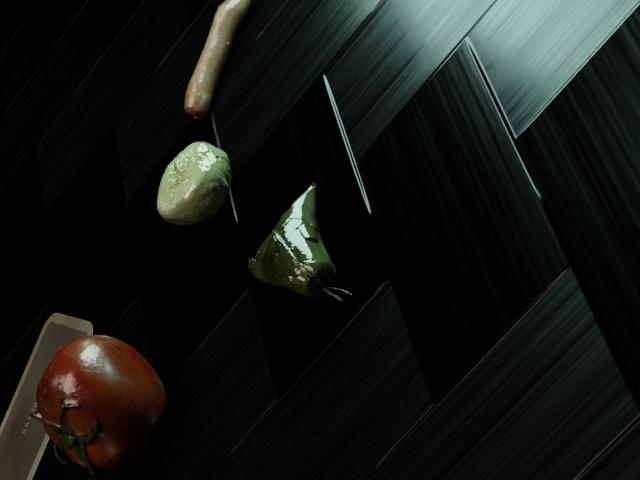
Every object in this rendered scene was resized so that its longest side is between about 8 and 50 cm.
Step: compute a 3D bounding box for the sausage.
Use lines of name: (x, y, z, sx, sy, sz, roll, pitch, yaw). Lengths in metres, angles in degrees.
sausage: (-0.143, -0.254, 2.340, 0.043, 0.043, 0.186, 3, 69, 58)

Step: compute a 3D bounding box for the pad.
pad: (-0.397, 0.229, 2.396, 0.176, 0.002, 0.266, 8, 74, 60)

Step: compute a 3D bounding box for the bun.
bun: (-0.155, -0.066, 2.180, 0.115, 0.069, 0.115, -40, 36, 37)

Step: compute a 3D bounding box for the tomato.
tomato: (-0.261, 0.195, 2.068, 0.167, 0.167, 0.167, -38, 38, 38)

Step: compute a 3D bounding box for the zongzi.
zongzi: (0.000, 0.000, 1.903, 0.154, 0.062, 0.130, 15, 68, 54)
